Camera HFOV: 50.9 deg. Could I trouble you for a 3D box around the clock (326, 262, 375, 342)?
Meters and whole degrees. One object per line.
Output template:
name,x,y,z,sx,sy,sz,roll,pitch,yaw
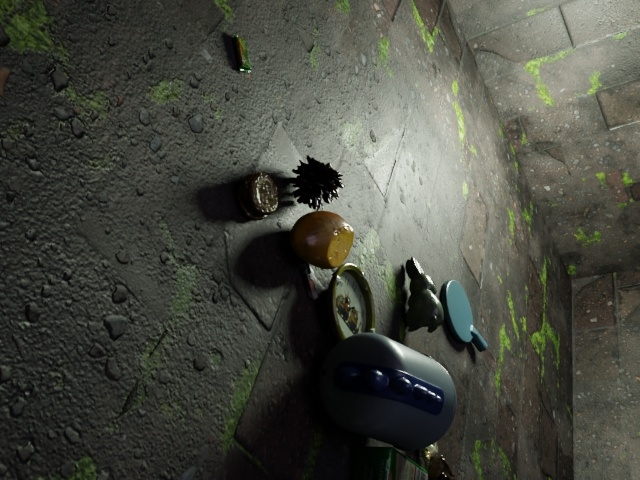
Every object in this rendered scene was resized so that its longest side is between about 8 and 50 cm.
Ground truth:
clock,0.069,0.174,1.706,0.237,0.057,0.237,30,54,-53

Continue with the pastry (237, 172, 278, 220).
pastry,-0.136,-0.096,1.476,0.109,0.057,0.097,59,36,-24

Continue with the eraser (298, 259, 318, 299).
eraser,-0.028,0.093,1.613,0.027,0.019,0.099,-22,98,-59

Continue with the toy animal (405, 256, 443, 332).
toy animal,0.321,0.166,2.060,0.108,0.138,0.236,15,64,-19

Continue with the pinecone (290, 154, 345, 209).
pinecone,-0.012,-0.138,1.641,0.140,0.140,0.121,33,83,-49

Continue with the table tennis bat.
table tennis bat,0.513,0.282,2.407,0.329,0.044,0.215,53,36,-30

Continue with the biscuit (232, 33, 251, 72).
biscuit,-0.184,-0.439,1.580,0.046,0.016,0.089,-4,81,-59

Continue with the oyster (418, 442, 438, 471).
oyster,0.303,0.571,1.935,0.146,0.045,0.122,55,39,-19

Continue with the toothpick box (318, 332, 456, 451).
toothpick box,0.156,0.350,1.576,0.354,0.263,0.263,33,51,-48

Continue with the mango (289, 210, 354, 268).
mango,-0.006,0.000,1.615,0.217,0.102,0.141,-9,105,-59

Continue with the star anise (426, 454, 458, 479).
star anise,0.324,0.733,1.770,0.315,0.108,0.315,-8,90,-87

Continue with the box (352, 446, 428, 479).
box,0.173,0.620,1.647,0.250,0.103,0.180,47,42,-43
